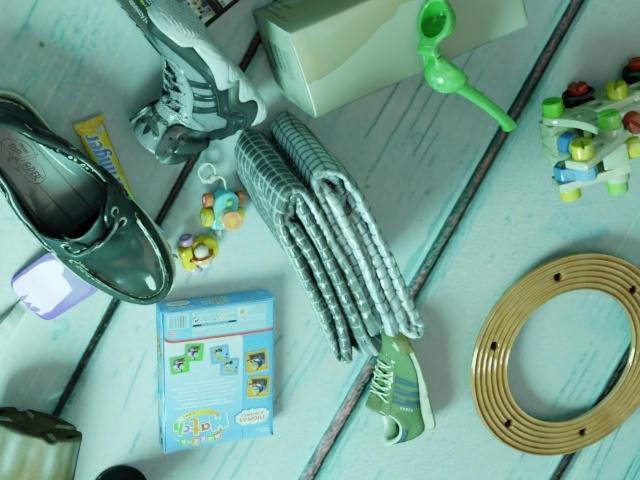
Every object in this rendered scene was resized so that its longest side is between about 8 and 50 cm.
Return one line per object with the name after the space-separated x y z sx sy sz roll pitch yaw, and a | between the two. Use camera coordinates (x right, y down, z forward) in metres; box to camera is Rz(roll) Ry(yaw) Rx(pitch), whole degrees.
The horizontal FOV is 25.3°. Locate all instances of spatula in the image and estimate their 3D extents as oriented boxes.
-0.418 0.123 1.826 0.296 0.030 0.084 -41 118 -3 | spatula

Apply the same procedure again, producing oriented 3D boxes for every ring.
0.375 0.172 2.171 0.336 0.032 0.337 -8 113 -20 | ring

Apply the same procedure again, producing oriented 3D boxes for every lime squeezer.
0.168 -0.252 1.746 0.110 0.059 0.310 -25 116 -12 | lime squeezer

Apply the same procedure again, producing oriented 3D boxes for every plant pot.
-0.390 0.312 1.846 0.167 0.167 0.165 13 96 -26 | plant pot

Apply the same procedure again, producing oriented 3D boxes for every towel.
0.000 0.000 1.837 0.121 0.235 0.284 -29 117 -6 | towel

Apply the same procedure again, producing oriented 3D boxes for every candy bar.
-0.266 -0.085 1.817 0.040 0.018 0.161 -25 116 -12 | candy bar

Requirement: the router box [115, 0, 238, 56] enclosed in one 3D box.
-0.194 -0.329 1.736 0.133 0.046 0.179 -40 119 -3 | router box

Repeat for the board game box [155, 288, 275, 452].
-0.143 0.179 1.955 0.160 0.039 0.212 -6 111 -20 | board game box

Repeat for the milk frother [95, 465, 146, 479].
-0.233 0.393 1.945 0.143 0.135 0.129 2 109 -23 | milk frother

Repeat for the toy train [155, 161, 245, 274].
-0.166 -0.015 1.858 0.166 0.046 0.125 -48 129 0 | toy train

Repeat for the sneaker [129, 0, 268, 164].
-0.172 -0.179 1.731 0.153 0.101 0.268 -38 151 3 | sneaker

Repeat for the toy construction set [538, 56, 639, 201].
0.441 -0.156 1.967 0.327 0.215 0.151 -8 113 -19 | toy construction set

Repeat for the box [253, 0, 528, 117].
0.090 -0.283 1.816 0.311 0.148 0.121 -26 117 -13 | box

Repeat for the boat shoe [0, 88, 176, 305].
-0.299 -0.037 1.739 0.127 0.113 0.340 -36 109 0 | boat shoe

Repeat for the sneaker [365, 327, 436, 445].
0.103 0.216 2.055 0.086 0.064 0.192 -28 121 -16 | sneaker
